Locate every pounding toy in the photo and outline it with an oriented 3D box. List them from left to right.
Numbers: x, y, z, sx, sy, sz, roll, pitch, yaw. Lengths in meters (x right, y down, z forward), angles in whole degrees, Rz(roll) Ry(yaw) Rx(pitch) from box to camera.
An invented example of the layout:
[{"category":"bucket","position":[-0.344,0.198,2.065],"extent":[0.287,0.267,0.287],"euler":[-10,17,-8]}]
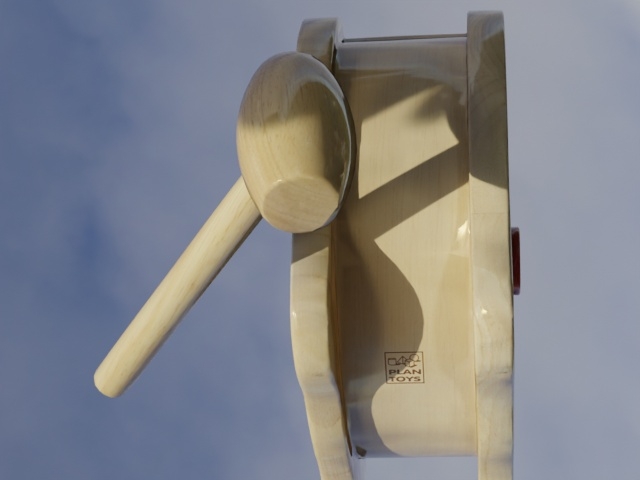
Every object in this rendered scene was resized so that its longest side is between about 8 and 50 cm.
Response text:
[{"category":"pounding toy","position":[0.000,0.000,0.591],"extent":[0.269,0.155,0.154],"euler":[80,-170,-53]}]
